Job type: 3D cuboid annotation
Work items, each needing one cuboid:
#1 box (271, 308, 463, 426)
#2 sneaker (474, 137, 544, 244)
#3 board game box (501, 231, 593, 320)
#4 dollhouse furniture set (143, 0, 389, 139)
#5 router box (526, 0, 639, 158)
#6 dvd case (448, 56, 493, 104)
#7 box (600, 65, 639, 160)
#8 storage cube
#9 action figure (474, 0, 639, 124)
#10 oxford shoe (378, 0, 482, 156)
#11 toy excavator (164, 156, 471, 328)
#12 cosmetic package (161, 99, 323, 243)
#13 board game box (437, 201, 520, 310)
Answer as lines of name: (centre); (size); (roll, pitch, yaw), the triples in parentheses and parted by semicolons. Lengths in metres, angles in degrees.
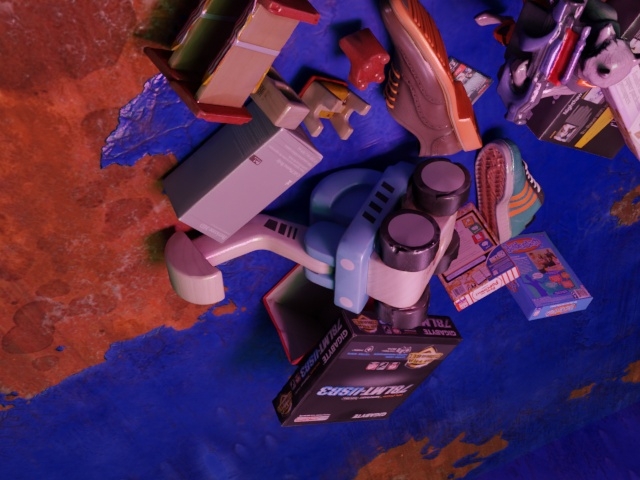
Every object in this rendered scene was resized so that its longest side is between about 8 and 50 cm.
box: (0.093, 0.262, 1.747); (0.295, 0.073, 0.293); (7, 131, -38)
sneaker: (0.394, -0.115, 1.768); (0.121, 0.108, 0.302); (-28, 147, -10)
board game box: (0.489, 0.076, 1.949); (0.160, 0.210, 0.047); (-7, 139, -23)
dollhouse furniture set: (-0.050, -0.287, 1.295); (0.374, 0.152, 0.201); (-2, 138, -54)
router box: (0.567, -0.311, 1.653); (0.243, 0.081, 0.309); (8, 130, -37)
dvd case: (0.247, -0.277, 1.558); (0.119, 0.013, 0.087); (15, 126, -40)
box: (0.576, -0.253, 1.605); (0.063, 0.067, 0.324); (-36, 142, 12)
storage cube: (0.034, 0.150, 1.784); (0.215, 0.184, 0.193); (-43, 140, 19)
action figure: (0.366, -0.357, 1.274); (0.178, 0.330, 0.341); (-3, 137, -26)
oxford shoe: (0.158, -0.261, 1.437); (0.132, 0.130, 0.364); (-18, 136, 18)
toy excavator: (0.000, 0.000, 1.586); (0.433, 0.445, 0.222); (-55, 157, -36)
cosmetic package: (-0.133, -0.116, 1.444); (0.238, 0.107, 0.127); (-43, 143, 14)
board game box: (0.301, 0.030, 1.797); (0.146, 0.193, 0.045); (-30, 143, 5)
